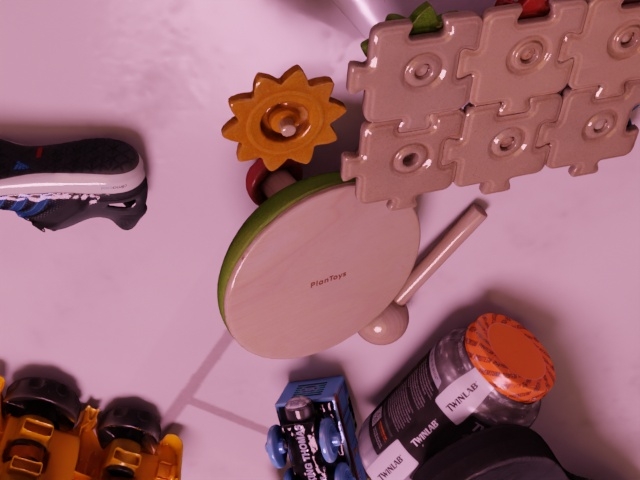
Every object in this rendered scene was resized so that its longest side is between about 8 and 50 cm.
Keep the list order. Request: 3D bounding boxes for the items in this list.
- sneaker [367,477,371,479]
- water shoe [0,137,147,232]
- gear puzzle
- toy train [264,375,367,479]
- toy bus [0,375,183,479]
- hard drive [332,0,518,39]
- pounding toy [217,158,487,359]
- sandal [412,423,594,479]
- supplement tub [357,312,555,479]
[{"bbox_3d":[0.052,0.361,1.093,0.109,0.123,0.295,-31,120,23],"label":"sneaker"},{"bbox_3d":[-0.249,-0.038,0.828,0.203,0.073,0.080,1,130,2],"label":"water shoe"},{"bbox_3d":[0.092,-0.104,0.718,0.339,0.044,0.175,-11,137,-14],"label":"gear puzzle"},{"bbox_3d":[0.005,0.229,0.978,0.080,0.105,0.184,-10,106,18],"label":"toy train"},{"bbox_3d":[-0.281,0.265,1.030,0.220,0.149,0.211,20,139,-17],"label":"toy bus"},{"bbox_3d":[0.053,-0.268,0.659,0.210,0.040,0.319,-33,120,24],"label":"hard drive"},{"bbox_3d":[0.000,0.000,0.848,0.237,0.110,0.183,8,122,-42],"label":"pounding toy"},{"bbox_3d":[0.232,0.311,0.985,0.168,0.107,0.446,-36,139,16],"label":"sandal"},{"bbox_3d":[0.130,0.164,0.942,0.117,0.117,0.190,25,125,-17],"label":"supplement tub"}]
